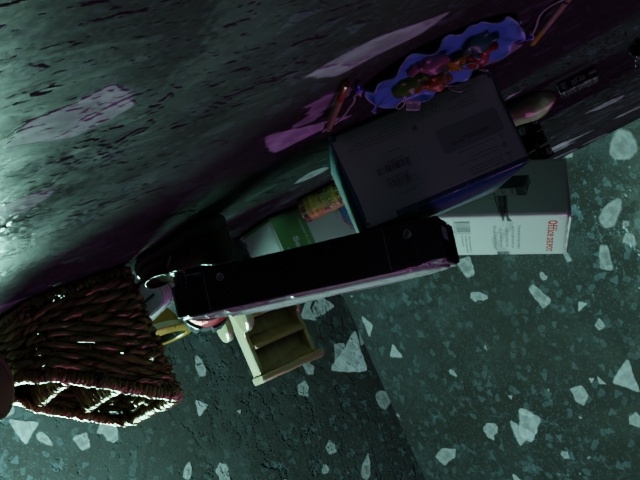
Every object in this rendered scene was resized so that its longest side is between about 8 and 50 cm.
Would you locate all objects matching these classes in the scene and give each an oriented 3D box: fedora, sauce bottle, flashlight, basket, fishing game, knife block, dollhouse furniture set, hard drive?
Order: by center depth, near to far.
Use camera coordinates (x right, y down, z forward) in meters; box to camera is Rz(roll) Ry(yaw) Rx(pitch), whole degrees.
[{"bbox_3d":[0.131,-0.172,1.054,0.264,0.041,0.189,-23,172,-13],"label":"fishing game"},{"bbox_3d":[0.004,0.040,1.316,0.338,0.064,0.237,-12,175,10],"label":"hard drive"},{"bbox_3d":[-0.372,0.199,1.523,0.213,0.223,0.299,-21,175,-32],"label":"basket"},{"bbox_3d":[0.026,-0.073,1.596,0.128,0.042,0.042,-28,174,14],"label":"sauce bottle"},{"bbox_3d":[-0.186,0.074,1.721,0.103,0.103,0.304,-29,167,-19],"label":"flashlight"},{"bbox_3d":[0.315,-0.143,1.949,0.275,0.088,0.242,-26,174,24],"label":"knife block"},{"bbox_3d":[-0.062,0.146,2.236,0.362,0.257,0.394,-22,175,-27],"label":"dollhouse furniture set"},{"bbox_3d":[-0.368,0.187,2.238,0.194,0.079,0.194,-20,170,-4],"label":"fedora"}]

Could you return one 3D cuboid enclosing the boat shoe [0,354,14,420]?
[{"bbox_3d":[-0.509,0.178,1.289,0.103,0.113,0.302,-6,164,18],"label":"boat shoe"}]

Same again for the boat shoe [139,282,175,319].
[{"bbox_3d":[-0.334,0.135,1.815,0.226,0.083,0.076,-29,176,28],"label":"boat shoe"}]

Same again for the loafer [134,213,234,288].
[{"bbox_3d":[-0.195,0.035,1.446,0.080,0.078,0.220,-20,174,-37],"label":"loafer"}]

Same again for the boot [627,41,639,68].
[{"bbox_3d":[0.511,-0.297,1.521,0.099,0.045,0.121,-22,176,19],"label":"boot"}]

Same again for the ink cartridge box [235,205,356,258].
[{"bbox_3d":[0.000,0.000,1.783,0.278,0.117,0.201,-21,174,-33],"label":"ink cartridge box"}]

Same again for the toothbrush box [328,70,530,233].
[{"bbox_3d":[0.131,-0.097,1.347,0.216,0.126,0.295,-23,176,-2],"label":"toothbrush box"}]

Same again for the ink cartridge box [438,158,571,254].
[{"bbox_3d":[0.314,-0.057,1.857,0.272,0.114,0.197,0,159,11],"label":"ink cartridge box"}]

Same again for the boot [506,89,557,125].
[{"bbox_3d":[0.300,-0.197,1.583,0.087,0.042,0.118,-18,172,-37],"label":"boot"}]

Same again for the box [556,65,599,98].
[{"bbox_3d":[0.417,-0.255,1.646,0.067,0.018,0.083,-26,175,16],"label":"box"}]
